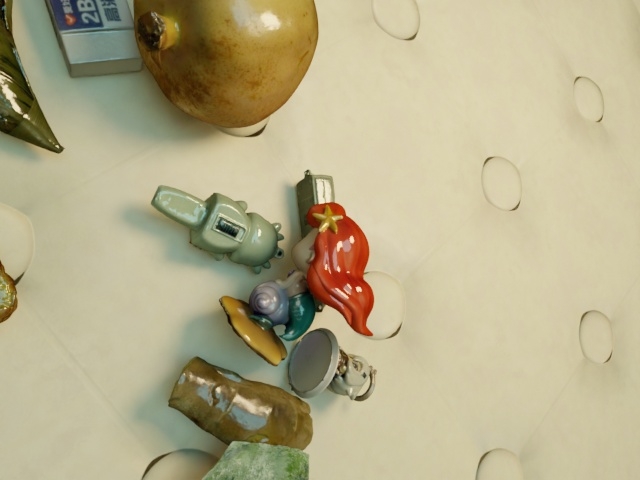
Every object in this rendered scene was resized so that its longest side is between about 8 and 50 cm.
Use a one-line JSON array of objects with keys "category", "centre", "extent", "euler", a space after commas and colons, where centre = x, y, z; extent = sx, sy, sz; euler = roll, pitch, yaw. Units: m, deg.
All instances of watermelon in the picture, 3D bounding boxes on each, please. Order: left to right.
[{"category": "watermelon", "centre": [-0.129, 0.445, 0.767], "extent": [0.193, 0.257, 0.140], "euler": [7, 34, -7]}]

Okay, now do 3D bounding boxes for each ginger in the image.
[{"category": "ginger", "centre": [-0.126, 0.283, 0.815], "extent": [0.263, 0.109, 0.116], "euler": [31, 70, -18]}]

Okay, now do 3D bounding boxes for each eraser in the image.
[{"category": "eraser", "centre": [-0.388, -0.389, 0.824], "extent": [0.124, 0.068, 0.210], "euler": [-17, 90, -29]}]

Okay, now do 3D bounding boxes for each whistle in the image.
[{"category": "whistle", "centre": [-0.169, -0.022, 0.851], "extent": [0.253, 0.106, 0.102], "euler": [26, 54, -29]}]

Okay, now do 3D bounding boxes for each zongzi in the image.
[{"category": "zongzi", "centre": [-0.476, -0.293, 0.731], "extent": [0.274, 0.125, 0.251], "euler": [25, 78, -24]}]

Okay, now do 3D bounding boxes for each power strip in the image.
[{"category": "power strip", "centre": [0.000, 0.000, 0.947], "extent": [0.052, 0.078, 0.272], "euler": [-3, 82, -29]}]

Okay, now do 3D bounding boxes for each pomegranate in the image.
[{"category": "pomegranate", "centre": [-0.159, -0.341, 0.809], "extent": [0.319, 0.319, 0.319], "euler": [5, 79, -26]}]

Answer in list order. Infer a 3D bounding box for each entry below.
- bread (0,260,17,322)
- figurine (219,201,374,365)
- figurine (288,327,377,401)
[{"category": "bread", "centre": [-0.530, 0.087, 0.650], "extent": [0.222, 0.096, 0.181], "euler": [-42, 101, -29]}, {"category": "figurine", "centre": [-0.011, 0.079, 0.823], "extent": [0.257, 0.208, 0.181], "euler": [-43, 129, 3]}, {"category": "figurine", "centre": [0.033, 0.246, 0.911], "extent": [0.153, 0.132, 0.132], "euler": [31, 68, -33]}]
